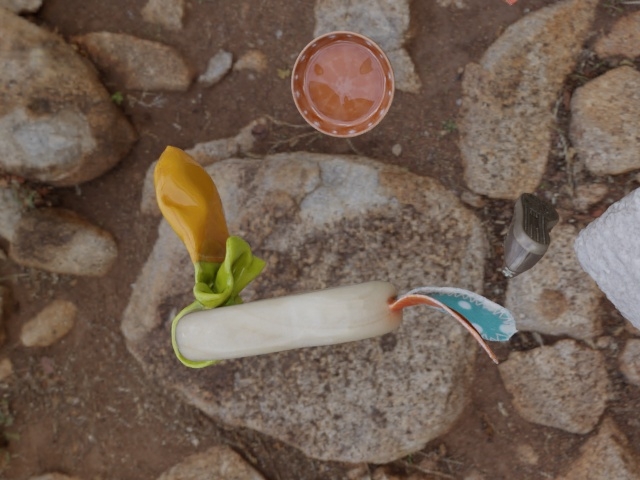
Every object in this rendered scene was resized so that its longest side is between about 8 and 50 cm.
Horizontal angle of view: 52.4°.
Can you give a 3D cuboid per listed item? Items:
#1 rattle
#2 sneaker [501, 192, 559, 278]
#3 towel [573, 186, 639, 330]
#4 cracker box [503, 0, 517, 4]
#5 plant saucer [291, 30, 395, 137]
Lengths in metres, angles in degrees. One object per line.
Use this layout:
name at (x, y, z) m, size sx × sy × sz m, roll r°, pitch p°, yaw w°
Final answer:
rattle at (0.000, 0.000, 0.358) m, size 0.200 × 0.130 × 0.142 m, roll -18°, pitch 65°, yaw 48°
sneaker at (0.282, -0.011, 0.910) m, size 0.066 × 0.188 × 0.071 m, roll 36°, pitch 120°, yaw 8°
towel at (0.269, 0.070, 0.332) m, size 0.282 × 0.049 × 0.187 m, roll 51°, pitch 158°, yaw 12°
cracker box at (0.271, -0.415, 0.754) m, size 0.232 × 0.155 × 0.067 m, roll -36°, pitch 28°, yaw 15°
plant saucer at (0.018, -0.125, 0.522) m, size 0.083 × 0.013 × 0.083 m, roll 5°, pitch 112°, yaw 12°
